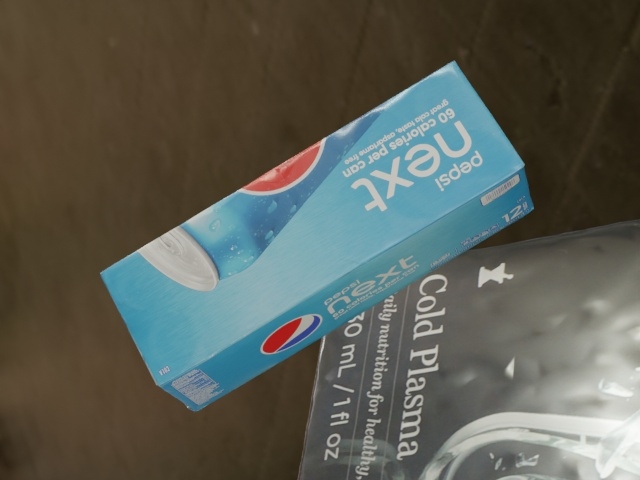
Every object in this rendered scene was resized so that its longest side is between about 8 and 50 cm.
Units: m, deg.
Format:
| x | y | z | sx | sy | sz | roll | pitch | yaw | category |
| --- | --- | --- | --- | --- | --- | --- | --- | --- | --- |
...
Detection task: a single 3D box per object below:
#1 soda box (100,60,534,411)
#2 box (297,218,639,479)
| x | y | z | sx | sy | sz | roll | pitch | yaw | category |
| --- | --- | --- | --- | --- | --- | --- | --- | --- | --- |
| 0.000 | 0.000 | 0.776 | 0.071 | 0.210 | 0.067 | 60 | -179 | 22 | soda box |
| 0.240 | 0.248 | 1.043 | 0.297 | 0.471 | 0.480 | 57 | -148 | -42 | box |
